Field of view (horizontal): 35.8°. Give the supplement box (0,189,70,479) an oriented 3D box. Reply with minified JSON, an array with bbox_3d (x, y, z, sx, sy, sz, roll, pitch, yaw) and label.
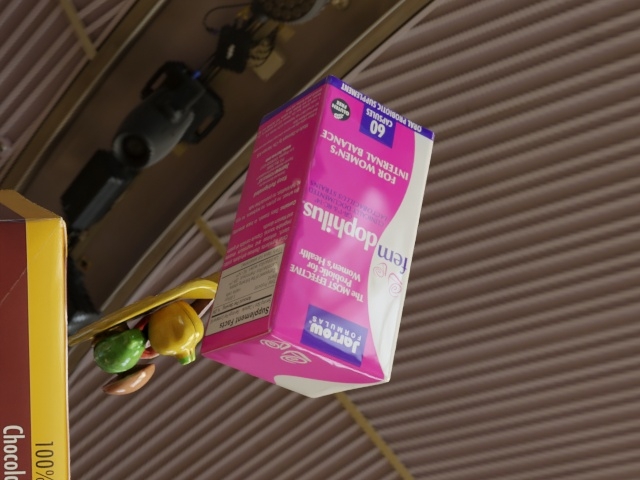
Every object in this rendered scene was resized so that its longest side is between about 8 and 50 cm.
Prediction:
[{"bbox_3d":[-0.246,0.076,0.533,0.194,0.129,0.191,-4,-79,-28],"label":"supplement box"}]

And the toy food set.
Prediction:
[{"bbox_3d":[-0.154,0.091,0.891,0.218,0.128,0.071,-25,-91,53],"label":"toy food set"}]

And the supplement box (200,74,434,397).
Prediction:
[{"bbox_3d":[0.000,0.000,0.786,0.111,0.220,0.114,25,-25,-27],"label":"supplement box"}]
